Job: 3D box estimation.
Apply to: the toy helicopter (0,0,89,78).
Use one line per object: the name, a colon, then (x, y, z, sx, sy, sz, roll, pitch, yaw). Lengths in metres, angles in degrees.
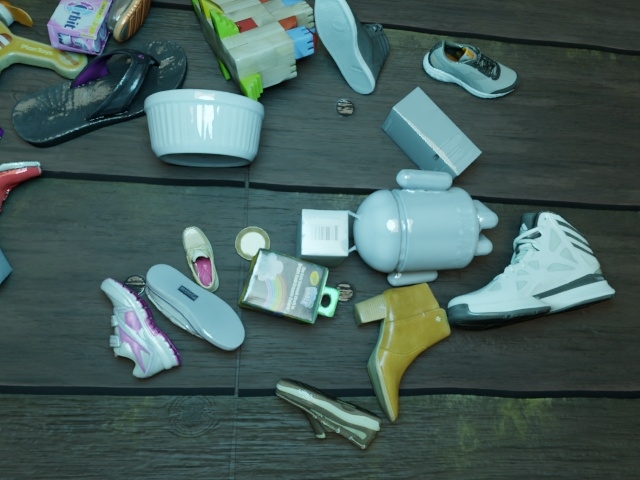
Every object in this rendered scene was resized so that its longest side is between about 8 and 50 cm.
toy helicopter: (-0.756, -0.485, 1.155, 0.356, 0.140, 0.234, 9, 68, -16)

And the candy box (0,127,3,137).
candy box: (-0.879, -0.280, 1.058, 0.234, 0.159, 0.071, 14, 75, -3)

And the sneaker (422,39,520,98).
sneaker: (0.423, -0.472, 1.297, 0.272, 0.108, 0.100, 15, 75, -5)

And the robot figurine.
robot figurine: (0.231, -0.026, 1.125, 0.354, 0.199, 0.299, -3, 113, -8)

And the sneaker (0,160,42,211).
sneaker: (-0.761, -0.094, 1.080, 0.279, 0.107, 0.118, -28, 101, -9)

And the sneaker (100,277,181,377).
sneaker: (-0.421, 0.198, 1.043, 0.111, 0.103, 0.252, -34, 83, -15)

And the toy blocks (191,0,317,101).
toy blocks: (-0.135, -0.523, 1.181, 0.261, 0.190, 0.381, -24, 57, -13)

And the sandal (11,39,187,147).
sandal: (-0.525, -0.366, 1.149, 0.446, 0.107, 0.167, -32, 84, -13)

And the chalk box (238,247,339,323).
chalk box: (-0.066, 0.116, 1.089, 0.213, 0.132, 0.132, 19, 75, -10)

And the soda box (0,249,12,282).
soda box: (-0.771, -0.029, 0.987, 0.091, 0.098, 0.286, -21, 111, -11)

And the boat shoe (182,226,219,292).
boat shoe: (-0.282, 0.040, 1.117, 0.063, 0.059, 0.169, -22, 82, -11)

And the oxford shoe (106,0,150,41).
oxford shoe: (-0.487, -0.664, 1.197, 0.133, 0.130, 0.363, 20, 65, -21)

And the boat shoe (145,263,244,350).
boat shoe: (-0.292, 0.165, 1.073, 0.268, 0.088, 0.096, 34, 41, 3)

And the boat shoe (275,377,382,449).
boat shoe: (0.009, 0.398, 1.062, 0.258, 0.095, 0.095, 24, 82, -2)

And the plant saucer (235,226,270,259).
plant saucer: (-0.167, 0.008, 1.161, 0.084, 0.015, 0.083, 2, 78, -8)

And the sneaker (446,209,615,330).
sneaker: (0.488, 0.069, 1.181, 0.448, 0.169, 0.257, -8, 70, -17)

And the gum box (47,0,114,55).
gum box: (-0.583, -0.536, 1.161, 0.107, 0.062, 0.188, 7, 53, -12)

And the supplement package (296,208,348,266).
supplement package: (0.000, 0.000, 1.100, 0.105, 0.179, 0.105, 1, 78, -7)

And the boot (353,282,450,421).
boot: (0.212, 0.255, 1.114, 0.212, 0.104, 0.294, -11, 78, -12)

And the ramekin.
ramekin: (-0.263, -0.245, 1.086, 0.273, 0.273, 0.127, 1, 91, -7)

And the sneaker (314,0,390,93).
sneaker: (0.086, -0.538, 1.211, 0.105, 0.295, 0.146, 8, 60, 36)

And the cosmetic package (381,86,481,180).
cosmetic package: (0.281, -0.261, 1.223, 0.238, 0.127, 0.107, 44, 77, 5)
